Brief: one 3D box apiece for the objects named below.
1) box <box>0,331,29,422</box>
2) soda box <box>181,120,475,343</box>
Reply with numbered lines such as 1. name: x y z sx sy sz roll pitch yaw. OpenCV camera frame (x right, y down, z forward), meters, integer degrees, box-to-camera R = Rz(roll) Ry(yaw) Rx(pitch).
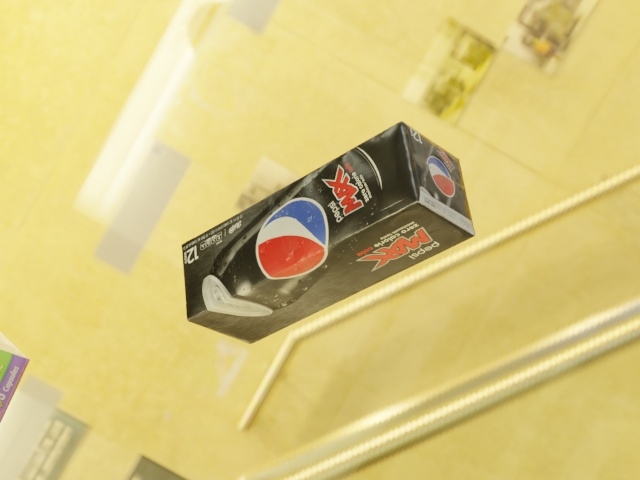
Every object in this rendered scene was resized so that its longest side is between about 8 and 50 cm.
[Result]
1. box: -0.449 0.175 1.374 0.243 0.117 0.213 21 86 58
2. soda box: 0.000 0.000 0.708 0.169 0.060 0.053 -28 55 30
